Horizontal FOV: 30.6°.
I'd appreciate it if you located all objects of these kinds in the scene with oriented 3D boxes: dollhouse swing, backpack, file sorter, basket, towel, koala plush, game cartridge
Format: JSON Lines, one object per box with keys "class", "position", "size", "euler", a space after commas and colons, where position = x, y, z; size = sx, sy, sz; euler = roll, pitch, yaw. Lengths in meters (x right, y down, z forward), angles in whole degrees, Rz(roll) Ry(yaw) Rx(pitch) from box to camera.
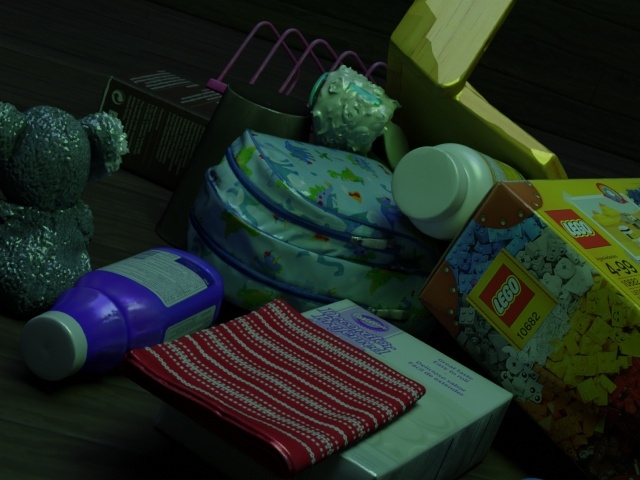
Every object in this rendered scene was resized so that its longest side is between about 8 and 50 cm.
{"class": "dollhouse swing", "position": [0.263, -0.186, 1.681], "size": [0.305, 0.315, 0.347], "euler": [27, -24, 15]}
{"class": "backpack", "position": [0.000, 0.000, 1.513], "size": [0.356, 0.273, 0.290], "euler": [1, 36, -18]}
{"class": "file sorter", "position": [-0.012, -0.249, 2.095], "size": [0.291, 0.182, 0.202], "euler": [26, -14, 33]}
{"class": "basket", "position": [-0.104, -0.096, 1.655], "size": [0.204, 0.226, 0.154], "euler": [10, 21, -32]}
{"class": "towel", "position": [-0.036, 0.129, 1.105], "size": [0.199, 0.031, 0.275], "euler": [29, 21, 23]}
{"class": "koala plush", "position": [-0.316, -0.050, 1.308], "size": [0.196, 0.221, 0.203], "euler": [8, 22, -35]}
{"class": "game cartridge", "position": [0.232, 0.204, 1.497], "size": [0.056, 0.017, 0.083], "euler": [9, 21, -21]}

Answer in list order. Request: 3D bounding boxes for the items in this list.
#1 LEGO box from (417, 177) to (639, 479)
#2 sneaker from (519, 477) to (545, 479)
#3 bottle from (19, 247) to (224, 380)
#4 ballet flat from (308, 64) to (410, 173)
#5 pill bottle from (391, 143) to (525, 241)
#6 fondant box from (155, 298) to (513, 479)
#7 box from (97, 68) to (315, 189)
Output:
{"class": "LEGO box", "position": [0.422, 0.106, 1.462], "size": [0.500, 0.193, 0.372], "euler": [-5, 45, -51]}
{"class": "sneaker", "position": [0.307, 0.310, 1.099], "size": [0.330, 0.129, 0.147], "euler": [27, 22, 18]}
{"class": "bottle", "position": [-0.211, 0.080, 1.257], "size": [0.118, 0.092, 0.283], "euler": [22, 18, 17]}
{"class": "ballet flat", "position": [0.068, -0.093, 1.711], "size": [0.147, 0.147, 0.409], "euler": [27, -21, 19]}
{"class": "pill bottle", "position": [0.172, -0.054, 1.435], "size": [0.118, 0.117, 0.208], "euler": [31, 9, 30]}
{"class": "fondant box", "position": [0.025, 0.177, 1.228], "size": [0.238, 0.096, 0.330], "euler": [29, 19, 25]}
{"class": "box", "position": [-0.153, -0.142, 1.882], "size": [0.381, 0.143, 0.191], "euler": [23, 18, 12]}
